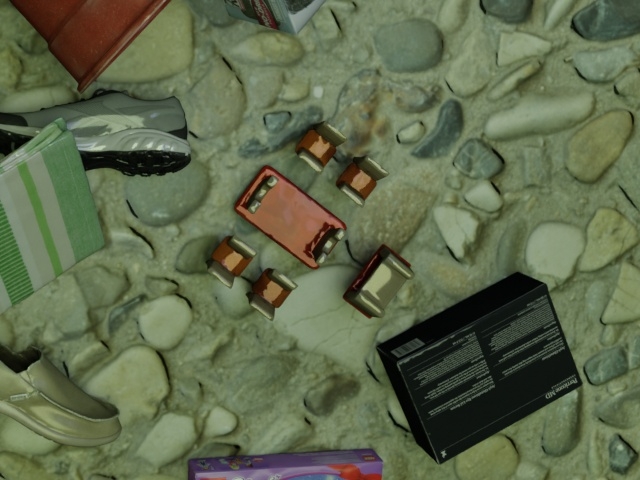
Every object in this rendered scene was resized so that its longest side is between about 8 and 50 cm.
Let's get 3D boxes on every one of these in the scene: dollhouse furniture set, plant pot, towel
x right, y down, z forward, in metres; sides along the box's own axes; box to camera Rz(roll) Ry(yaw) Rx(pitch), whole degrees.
[{"bbox_3d":[0.000,0.000,1.629,0.259,0.135,0.262,38,88,-10],"label":"dollhouse furniture set"},{"bbox_3d":[-0.295,-0.367,1.377,0.265,0.272,0.272,43,87,-13],"label":"plant pot"},{"bbox_3d":[-0.427,0.011,1.419,0.324,0.038,0.248,-36,148,-24],"label":"towel"}]

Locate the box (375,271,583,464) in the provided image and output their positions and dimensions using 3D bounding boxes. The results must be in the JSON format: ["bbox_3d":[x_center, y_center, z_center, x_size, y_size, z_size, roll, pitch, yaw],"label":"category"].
[{"bbox_3d":[0.243,0.191,1.739,0.261,0.103,0.184,-26,105,-11],"label":"box"}]

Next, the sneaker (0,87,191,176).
[{"bbox_3d":[-0.307,-0.148,1.507,0.271,0.100,0.108,2,70,-12],"label":"sneaker"}]

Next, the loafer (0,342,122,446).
[{"bbox_3d":[-0.384,0.198,1.542,0.268,0.102,0.092,24,99,-20],"label":"loafer"}]

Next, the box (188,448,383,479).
[{"bbox_3d":[-0.055,0.424,1.718,0.293,0.057,0.201,0,102,-18],"label":"box"}]

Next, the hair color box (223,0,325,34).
[{"bbox_3d":[0.010,-0.440,1.332,0.374,0.113,0.185,-53,144,-22],"label":"hair color box"}]
